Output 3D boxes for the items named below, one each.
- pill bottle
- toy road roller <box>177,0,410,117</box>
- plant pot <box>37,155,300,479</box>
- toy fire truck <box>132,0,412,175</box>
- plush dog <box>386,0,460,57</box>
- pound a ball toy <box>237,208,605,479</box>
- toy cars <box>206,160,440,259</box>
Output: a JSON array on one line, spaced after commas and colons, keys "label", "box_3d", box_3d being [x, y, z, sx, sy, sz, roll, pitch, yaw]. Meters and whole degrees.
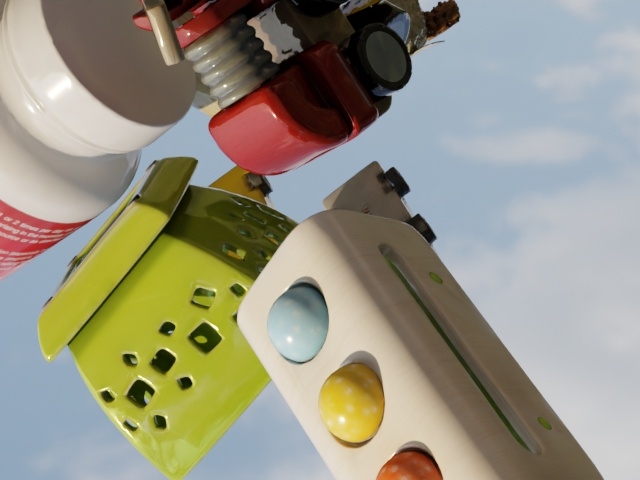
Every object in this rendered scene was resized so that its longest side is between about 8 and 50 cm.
[{"label": "pill bottle", "box_3d": [-0.310, -0.084, 1.660, 0.408, 0.229, 0.229, -31, -171, 34]}, {"label": "toy road roller", "box_3d": [-0.038, -0.273, 1.836, 0.202, 0.240, 0.329, 31, -148, 19]}, {"label": "plant pot", "box_3d": [-0.138, 0.058, 1.811, 0.228, 0.207, 0.227, -48, -171, 17]}, {"label": "toy fire truck", "box_3d": [-0.063, -0.145, 1.381, 0.158, 0.217, 0.246, -25, -169, 46]}, {"label": "plush dog", "box_3d": [0.029, -0.310, 2.239, 0.211, 0.225, 0.262, -31, -169, 3]}, {"label": "pound a ball toy", "box_3d": [0.044, 0.159, 1.285, 0.136, 0.208, 0.319, 8, -143, -44]}, {"label": "toy cars", "box_3d": [0.000, 0.000, 2.090, 0.394, 0.087, 0.176, 3, -124, 43]}]
